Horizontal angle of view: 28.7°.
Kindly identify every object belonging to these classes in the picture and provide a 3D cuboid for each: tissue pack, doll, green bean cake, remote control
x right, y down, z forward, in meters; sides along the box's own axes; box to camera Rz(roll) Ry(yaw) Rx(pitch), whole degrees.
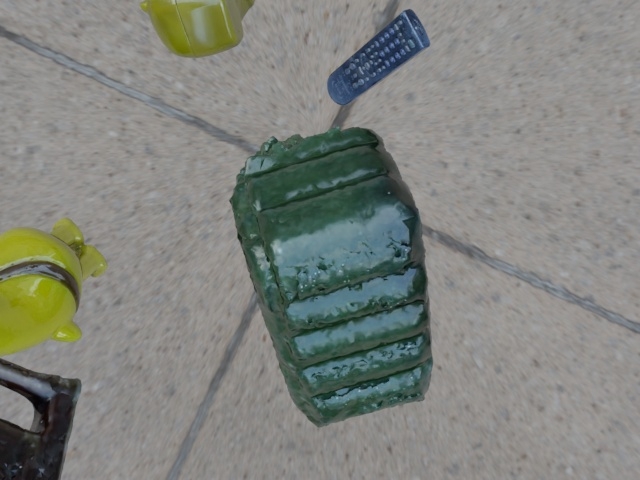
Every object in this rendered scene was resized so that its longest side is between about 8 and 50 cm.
[{"bbox_3d":[-0.167,-0.334,1.723,0.127,0.178,0.123,-8,129,16],"label":"tissue pack"},{"bbox_3d":[-0.422,0.080,1.741,0.199,0.363,0.145,46,124,-1],"label":"doll"},{"bbox_3d":[0.000,0.000,1.325,0.169,0.308,0.300,-15,135,-4],"label":"green bean cake"},{"bbox_3d":[0.057,-0.185,1.293,0.027,0.152,0.044,-17,81,-37],"label":"remote control"}]

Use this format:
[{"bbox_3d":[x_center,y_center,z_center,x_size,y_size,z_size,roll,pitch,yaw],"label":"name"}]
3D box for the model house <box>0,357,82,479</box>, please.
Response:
[{"bbox_3d":[-0.375,0.240,0.949,0.282,0.297,0.317,19,130,-21],"label":"model house"}]
